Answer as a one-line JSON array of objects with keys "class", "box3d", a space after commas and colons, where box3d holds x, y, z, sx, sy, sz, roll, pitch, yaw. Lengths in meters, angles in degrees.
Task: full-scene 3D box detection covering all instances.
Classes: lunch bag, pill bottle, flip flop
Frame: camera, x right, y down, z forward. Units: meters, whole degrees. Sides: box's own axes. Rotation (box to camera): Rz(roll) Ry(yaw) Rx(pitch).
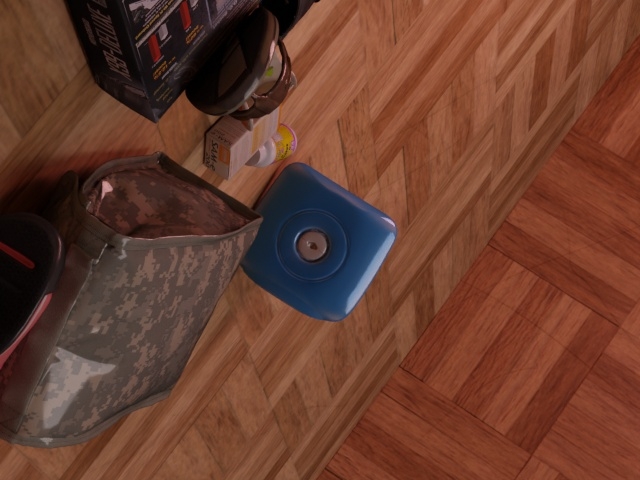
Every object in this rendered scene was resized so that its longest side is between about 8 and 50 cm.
[{"class": "lunch bag", "box3d": [-0.211, 0.054, 1.551, 0.235, 0.169, 0.287, -61, 168, 16]}, {"class": "pill bottle", "box3d": [-0.064, -0.110, 1.896, 0.083, 0.043, 0.043, -29, 148, -59]}, {"class": "flip flop", "box3d": [-0.069, -0.160, 1.559, 0.112, 0.080, 0.277, -46, -171, 2]}]

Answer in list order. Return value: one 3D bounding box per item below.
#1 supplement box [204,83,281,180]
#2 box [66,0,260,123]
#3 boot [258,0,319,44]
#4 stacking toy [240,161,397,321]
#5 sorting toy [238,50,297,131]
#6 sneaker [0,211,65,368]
[{"class": "supplement box", "box3d": [-0.087, -0.123, 1.814, 0.098, 0.036, 0.062, -48, 162, -30]}, {"class": "box", "box3d": [-0.093, -0.283, 1.410, 0.307, 0.076, 0.242, -52, 164, -16]}, {"class": "boot", "box3d": [0.024, -0.334, 1.637, 0.229, 0.091, 0.263, -49, 165, -29]}, {"class": "stacking toy", "box3d": [0.000, 0.000, 2.169, 0.165, 0.175, 0.302, -58, 178, 5]}, {"class": "sorting toy", "box3d": [-0.068, -0.177, 1.766, 0.083, 0.045, 0.075, -48, 155, -29]}, {"class": "sneaker", "box3d": [-0.336, 0.099, 1.425, 0.314, 0.116, 0.136, -51, 175, 5]}]
